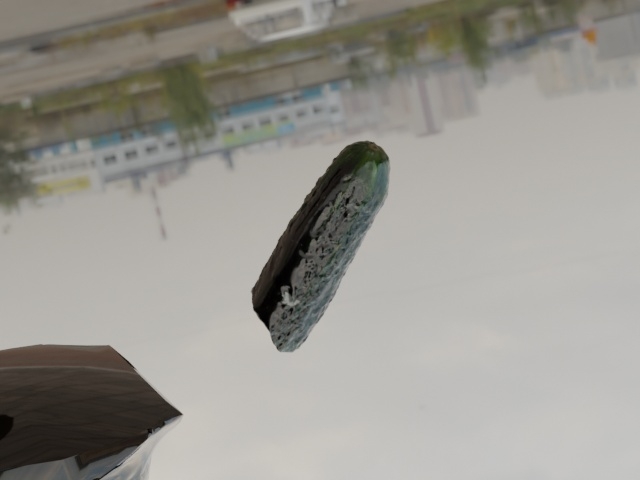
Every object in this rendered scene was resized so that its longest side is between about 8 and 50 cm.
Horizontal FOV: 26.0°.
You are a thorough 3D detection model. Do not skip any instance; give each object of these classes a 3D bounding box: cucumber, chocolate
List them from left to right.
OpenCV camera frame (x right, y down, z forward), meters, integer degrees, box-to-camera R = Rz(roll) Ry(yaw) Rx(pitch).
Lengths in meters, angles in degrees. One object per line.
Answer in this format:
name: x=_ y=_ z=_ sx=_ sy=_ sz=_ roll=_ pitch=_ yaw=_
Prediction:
chocolate: x=-0.296 y=0.272 z=1.264 sx=0.326 sy=0.297 sz=0.314 roll=-13 pitch=-162 yaw=-24
cucumber: x=0.000 y=0.001 z=1.300 sx=0.074 sy=0.074 sz=0.241 roll=-20 pitch=147 yaw=-49
